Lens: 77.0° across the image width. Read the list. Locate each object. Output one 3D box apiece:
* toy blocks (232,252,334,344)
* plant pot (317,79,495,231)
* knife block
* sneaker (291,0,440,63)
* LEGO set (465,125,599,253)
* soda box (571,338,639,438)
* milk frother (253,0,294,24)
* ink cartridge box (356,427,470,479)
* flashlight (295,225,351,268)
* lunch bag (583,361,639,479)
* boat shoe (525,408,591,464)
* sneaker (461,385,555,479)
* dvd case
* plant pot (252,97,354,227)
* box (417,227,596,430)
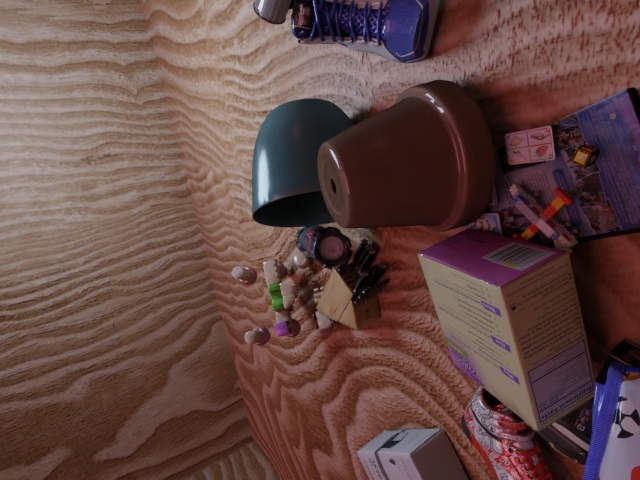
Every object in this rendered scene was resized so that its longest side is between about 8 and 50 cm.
[{"bbox_3d":[-0.115,0.206,1.428,0.260,0.308,0.289,53,-157,-76],"label":"toy blocks"},{"bbox_3d":[0.123,-0.125,0.700,0.263,0.229,0.263,164,90,-76],"label":"plant pot"},{"bbox_3d":[0.076,0.111,1.125,0.275,0.088,0.242,8,112,58],"label":"knife block"},{"bbox_3d":[0.050,-0.410,0.759,0.315,0.182,0.127,42,142,40],"label":"sneaker"},{"bbox_3d":[0.296,-0.074,0.623,0.244,0.060,0.182,8,115,62],"label":"LEGO set"},{"bbox_3d":[0.446,0.234,0.606,0.060,0.053,0.169,36,137,44],"label":"soda box"},{"bbox_3d":[-0.067,-0.558,0.922,0.135,0.129,0.143,-47,59,54],"label":"milk frother"},{"bbox_3d":[0.258,0.654,1.099,0.223,0.129,0.307,62,150,14],"label":"ink cartridge box"},{"bbox_3d":[0.000,0.000,1.102,0.304,0.103,0.103,-139,58,-77],"label":"flashlight"},{"bbox_3d":[0.477,0.347,0.425,0.327,0.239,0.386,9,109,45],"label":"lunch bag"},{"bbox_3d":[0.382,0.295,0.722,0.228,0.081,0.069,42,136,37],"label":"boat shoe"},{"bbox_3d":[0.380,0.405,0.758,0.270,0.090,0.145,-126,31,-48],"label":"sneaker"},{"bbox_3d":[0.356,-0.082,0.601,0.253,0.022,0.180,-21,90,61],"label":"dvd case"},{"bbox_3d":[-0.025,-0.181,0.937,0.293,0.293,0.235,-27,69,61],"label":"plant pot"},{"bbox_3d":[0.291,0.125,0.649,0.243,0.117,0.213,69,169,-15],"label":"box"}]
